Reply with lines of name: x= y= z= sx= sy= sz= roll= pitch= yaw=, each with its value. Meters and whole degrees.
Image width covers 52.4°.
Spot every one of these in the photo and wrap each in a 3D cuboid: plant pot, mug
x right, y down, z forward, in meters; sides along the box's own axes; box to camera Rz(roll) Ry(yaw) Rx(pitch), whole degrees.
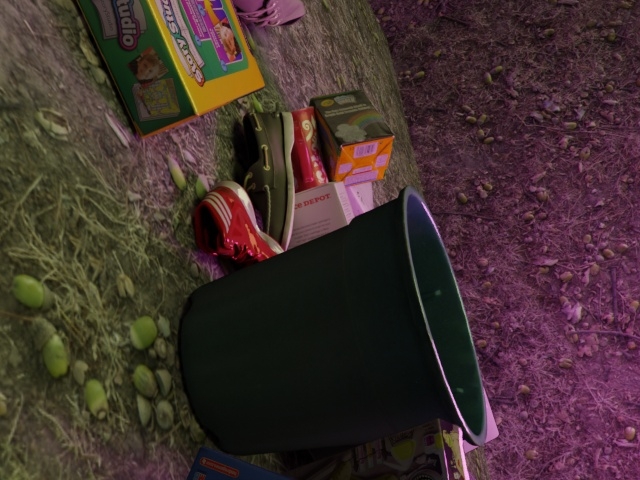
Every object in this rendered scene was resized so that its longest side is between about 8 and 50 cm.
plant pot: x=0.017 y=0.138 z=0.892 sx=0.341 sy=0.334 sz=0.341 roll=-18 pitch=90 yaw=-72
mug: x=-0.054 y=-0.182 z=1.359 sx=0.150 sy=0.113 sz=0.169 roll=-36 pitch=112 yaw=-66

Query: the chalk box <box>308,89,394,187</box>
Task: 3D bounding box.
chalk box: x=0.050 y=-0.237 z=1.429 sx=0.132 sy=0.132 sz=0.213 roll=99 pitch=-29 yaw=-48

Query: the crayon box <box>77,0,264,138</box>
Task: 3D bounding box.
crayon box: x=-0.237 y=-0.364 z=0.971 sx=0.313 sy=0.106 sz=0.363 roll=-56 pitch=127 yaw=-66

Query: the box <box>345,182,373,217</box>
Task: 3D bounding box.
box: x=0.042 y=-0.128 z=1.558 sx=0.181 sy=0.119 sz=0.182 roll=55 pitch=26 yaw=-44

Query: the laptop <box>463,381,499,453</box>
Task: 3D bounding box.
laptop: x=0.268 y=0.415 z=1.570 sx=0.236 sy=0.408 sz=0.382 roll=-177 pitch=-113 yaw=-73

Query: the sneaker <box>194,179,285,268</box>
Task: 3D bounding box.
sneaker: x=-0.128 y=0.025 z=1.012 sx=0.221 sy=0.087 sz=0.128 roll=56 pitch=30 yaw=-11

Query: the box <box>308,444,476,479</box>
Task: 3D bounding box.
box: x=0.120 y=0.366 z=1.076 sx=0.296 sy=0.183 sz=0.294 roll=49 pitch=-4 yaw=43

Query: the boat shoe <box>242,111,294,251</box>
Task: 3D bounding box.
boat shoe: x=-0.097 y=-0.111 z=1.181 sx=0.109 sy=0.091 sz=0.305 roll=113 pitch=-23 yaw=-56

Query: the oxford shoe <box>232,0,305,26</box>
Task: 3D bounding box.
oxford shoe: x=-0.127 y=-0.527 z=1.391 sx=0.449 sy=0.169 sz=0.130 roll=-46 pitch=139 yaw=-70

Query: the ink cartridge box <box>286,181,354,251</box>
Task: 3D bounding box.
ink cartridge box: x=0.000 y=0.000 z=1.269 sx=0.086 sy=0.148 sz=0.203 roll=-27 pitch=100 yaw=-72

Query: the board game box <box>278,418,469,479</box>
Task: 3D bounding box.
board game box: x=0.009 y=0.337 z=0.679 sx=0.056 sy=0.347 sz=0.208 roll=27 pitch=44 yaw=-40

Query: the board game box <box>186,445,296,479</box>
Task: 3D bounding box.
board game box: x=-0.001 y=0.336 z=0.531 sx=0.078 sy=0.347 sz=0.233 roll=52 pitch=54 yaw=-48
